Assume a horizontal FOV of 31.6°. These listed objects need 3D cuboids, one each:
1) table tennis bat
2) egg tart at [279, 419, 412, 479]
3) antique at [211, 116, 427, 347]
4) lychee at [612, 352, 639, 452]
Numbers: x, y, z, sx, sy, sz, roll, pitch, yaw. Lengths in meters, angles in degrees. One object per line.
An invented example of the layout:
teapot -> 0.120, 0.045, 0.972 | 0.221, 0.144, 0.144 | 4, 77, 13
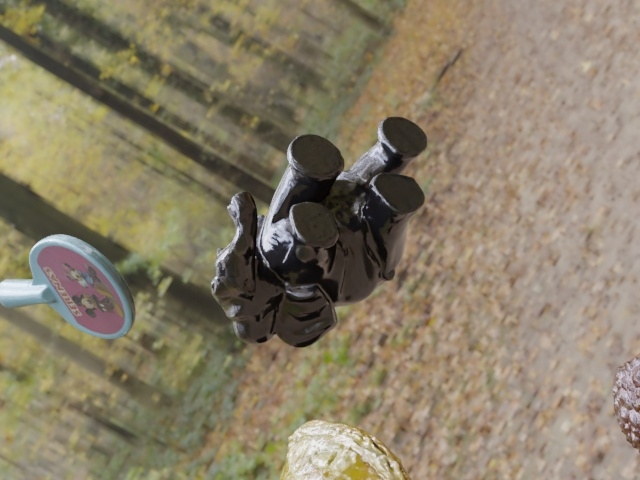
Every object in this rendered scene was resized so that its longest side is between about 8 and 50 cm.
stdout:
table tennis bat -> -0.321, 0.061, 1.408 | 0.244, 0.153, 0.040 | -6, 31, 41
egg tart -> 0.025, 0.436, 1.630 | 0.153, 0.351, 0.339 | -12, 1, -34
antique -> 0.000, 0.000, 1.472 | 0.322, 0.185, 0.255 | -19, -27, -36
lychee -> 0.501, 0.230, 1.565 | 0.188, 0.188, 0.188 | -59, 5, 9
